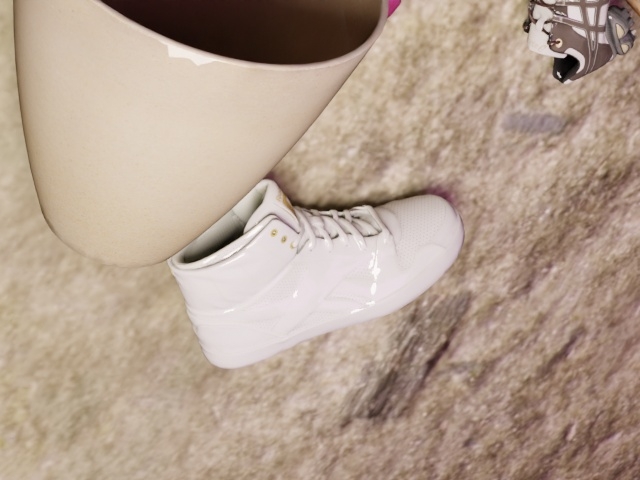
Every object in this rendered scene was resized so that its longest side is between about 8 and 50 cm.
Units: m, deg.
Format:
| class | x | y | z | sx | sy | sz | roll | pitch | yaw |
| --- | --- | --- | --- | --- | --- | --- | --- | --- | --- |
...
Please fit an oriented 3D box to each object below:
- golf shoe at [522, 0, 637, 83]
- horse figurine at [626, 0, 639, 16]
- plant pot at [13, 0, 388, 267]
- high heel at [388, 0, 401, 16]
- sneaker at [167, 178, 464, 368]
| class | x | y | z | sx | sy | sz | roll | pitch | yaw |
| --- | --- | --- | --- | --- | --- | --- | --- | --- | --- |
| golf shoe | 0.230 | -0.222 | 1.029 | 0.094 | 0.077 | 0.198 | -41 | 132 | 3 |
| horse figurine | 0.319 | -0.246 | 1.025 | 0.066 | 0.174 | 0.263 | -42 | 145 | 16 |
| plant pot | -0.120 | -0.112 | 0.816 | 0.256 | 0.256 | 0.274 | -1 | 139 | -30 |
| high heel | -0.009 | -0.260 | 0.870 | 0.117 | 0.082 | 0.244 | -43 | 140 | 13 |
| sneaker | 0.000 | 0.000 | 1.040 | 0.292 | 0.108 | 0.169 | -27 | 136 | -9 |
